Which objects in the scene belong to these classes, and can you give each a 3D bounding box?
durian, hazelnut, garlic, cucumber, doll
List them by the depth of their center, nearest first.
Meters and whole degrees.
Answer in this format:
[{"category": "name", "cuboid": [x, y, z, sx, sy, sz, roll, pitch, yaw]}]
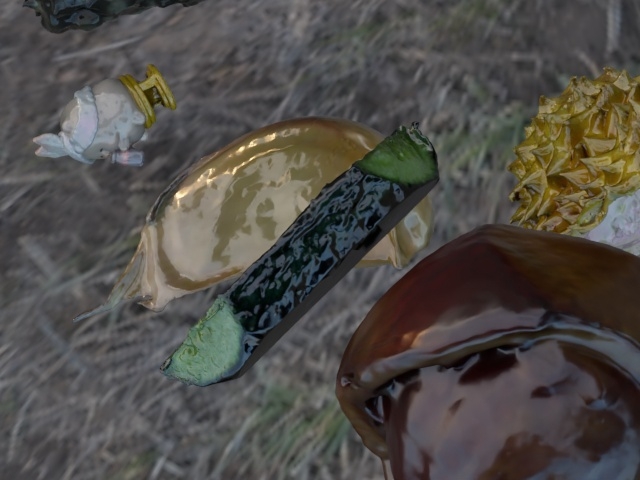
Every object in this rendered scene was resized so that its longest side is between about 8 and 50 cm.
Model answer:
[{"category": "hazelnut", "cuboid": [0.109, 0.086, 0.901, 0.202, 0.160, 0.170, 48, 145, -2]}, {"category": "cucumber", "cuboid": [0.000, 0.000, 1.084, 0.046, 0.070, 0.220, 40, 67, 9]}, {"category": "doll", "cuboid": [-0.185, -0.095, 1.674, 0.127, 0.073, 0.084, -31, 87, -9]}, {"category": "durian", "cuboid": [0.314, -0.078, 1.725, 0.305, 0.195, 0.185, -17, 92, 1]}, {"category": "garlic", "cuboid": [-0.060, -0.021, 1.800, 0.338, 0.196, 0.151, -9, 120, 17]}]

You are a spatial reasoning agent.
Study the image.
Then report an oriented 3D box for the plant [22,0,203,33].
[{"category": "plant", "cuboid": [-0.235, -0.300, 1.655, 0.312, 0.213, 0.215, -3, 141, 0]}]
